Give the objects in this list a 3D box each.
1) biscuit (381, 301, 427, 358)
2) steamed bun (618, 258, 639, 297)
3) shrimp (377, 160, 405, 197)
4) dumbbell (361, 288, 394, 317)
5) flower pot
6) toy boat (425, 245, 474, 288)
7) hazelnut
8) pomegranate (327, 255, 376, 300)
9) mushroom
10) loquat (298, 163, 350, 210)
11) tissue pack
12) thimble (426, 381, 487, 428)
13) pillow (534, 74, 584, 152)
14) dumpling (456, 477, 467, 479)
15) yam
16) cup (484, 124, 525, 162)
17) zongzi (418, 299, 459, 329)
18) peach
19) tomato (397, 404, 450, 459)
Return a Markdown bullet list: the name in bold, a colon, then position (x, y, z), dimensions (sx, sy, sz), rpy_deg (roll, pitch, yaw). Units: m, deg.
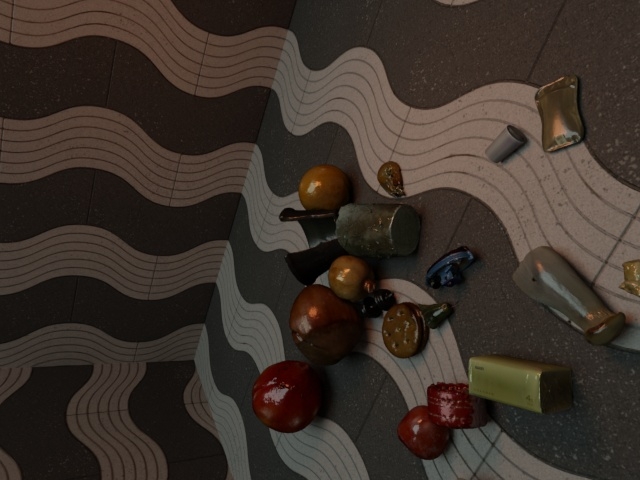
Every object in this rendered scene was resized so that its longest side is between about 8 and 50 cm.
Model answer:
- **biscuit**: position (0.327, 0.350, 1.749), dimensions (0.220, 0.066, 0.220), rpy_deg (-17, 70, 54)
- **steamed bun**: position (0.781, 0.101, 1.006), dimensions (0.106, 0.178, 0.192), rpy_deg (-64, 23, 13)
- **shrimp**: position (0.307, -0.264, 1.915), dimensions (0.115, 0.051, 0.217), rpy_deg (-58, 38, 31)
- **dumbbell**: position (0.240, 0.266, 1.871), dimensions (0.208, 0.099, 0.099), rpy_deg (-44, 49, 44)
- **flower pot**: position (0.000, 0.000, 2.056), dimensions (0.251, 0.379, 0.379), rpy_deg (-18, 64, 17)
- **toy boat**: position (0.455, 0.107, 1.562), dimensions (0.223, 0.100, 0.097), rpy_deg (-49, 36, 44)
- **hazelnut**: position (0.020, 0.372, 1.996), dimensions (0.372, 0.316, 0.372), rpy_deg (168, 90, -85)
- **pomegranate**: position (0.133, 0.159, 1.914), dimensions (0.207, 0.207, 0.207), rpy_deg (-16, 71, 55)
- **mushroom**: position (0.674, 0.152, 1.225), dimensions (0.328, 0.122, 0.159), rpy_deg (-121, 12, -45)
- **loquat**: position (0.016, -0.240, 2.171), dimensions (0.263, 0.263, 0.263), rpy_deg (-16, 71, 55)
- **tissue pack**: position (0.566, 0.405, 1.279), dimensions (0.234, 0.159, 0.125), rpy_deg (-6, 79, 57)
- **thimble**: position (0.440, 0.533, 1.444), dimensions (0.190, 0.163, 0.125), rpy_deg (-11, 75, 41)
- **pillow**: position (0.708, -0.377, 1.322), dimensions (0.130, 0.033, 0.217), rpy_deg (-18, 68, 52)
- **dumpling**: position (0.470, 0.878, 1.377), dimensions (0.227, 0.243, 0.175), rpy_deg (22, 63, 39)
- **yam**: position (0.235, -0.046, 1.841), dimensions (0.348, 0.241, 0.240), rpy_deg (2, 86, 55)
- **cup**: position (0.601, -0.323, 1.458), dimensions (0.116, 0.074, 0.104), rpy_deg (-51, 20, 46)
- **zongzi**: position (0.427, 0.233, 1.634), dimensions (0.154, 0.062, 0.130), rpy_deg (-55, 30, 28)
- **peach**: position (-0.163, 0.755, 2.188), dimensions (0.370, 0.370, 0.370), rpy_deg (-16, 71, 55)
- **tomato**: position (0.357, 0.667, 1.569), dimensions (0.187, 0.151, 0.187), rpy_deg (-30, 55, 55)
